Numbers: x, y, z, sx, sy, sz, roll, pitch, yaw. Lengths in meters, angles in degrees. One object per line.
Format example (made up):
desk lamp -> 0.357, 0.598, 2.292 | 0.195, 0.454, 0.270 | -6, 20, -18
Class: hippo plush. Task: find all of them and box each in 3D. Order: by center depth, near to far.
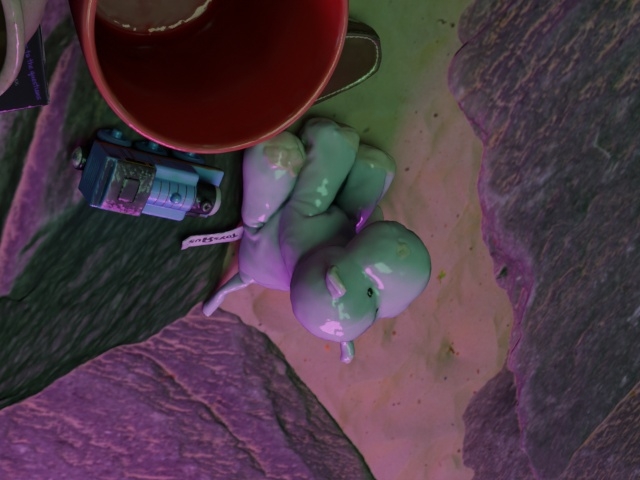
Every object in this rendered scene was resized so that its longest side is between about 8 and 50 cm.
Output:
hippo plush -> 0.000, 0.000, 1.479 | 0.294, 0.236, 0.234 | -24, 127, -13

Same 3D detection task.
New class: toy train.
toy train -> -0.197, -0.070, 1.419 | 0.184, 0.105, 0.080 | 13, 111, -32

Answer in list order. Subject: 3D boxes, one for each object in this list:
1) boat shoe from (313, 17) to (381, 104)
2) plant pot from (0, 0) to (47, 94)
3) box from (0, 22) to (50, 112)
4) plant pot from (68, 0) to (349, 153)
boat shoe -> -0.068, -0.175, 1.416 | 0.324, 0.116, 0.123 | -19, 125, -17
plant pot -> -0.281, -0.334, 1.003 | 0.305, 0.334, 0.334 | -51, 135, -32
box -> -0.419, -0.201, 1.186 | 0.270, 0.165, 0.143 | -13, 123, -21
plant pot -> -0.141, -0.257, 1.250 | 0.275, 0.243, 0.275 | -13, 123, -21
